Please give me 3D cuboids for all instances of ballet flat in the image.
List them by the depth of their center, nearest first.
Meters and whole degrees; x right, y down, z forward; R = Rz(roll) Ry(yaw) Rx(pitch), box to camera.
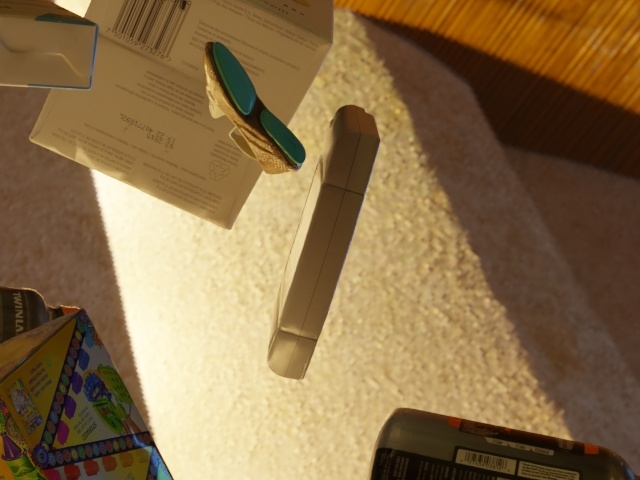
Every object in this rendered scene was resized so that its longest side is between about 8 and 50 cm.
[{"bbox_3d":[-0.101,-0.159,1.522,0.206,0.067,0.073,53,-146,-23],"label":"ballet flat"}]

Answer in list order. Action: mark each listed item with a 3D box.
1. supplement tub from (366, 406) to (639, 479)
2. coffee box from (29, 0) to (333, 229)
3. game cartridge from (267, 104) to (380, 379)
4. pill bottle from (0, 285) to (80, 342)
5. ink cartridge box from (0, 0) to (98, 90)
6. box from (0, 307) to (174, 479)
[{"bbox_3d":[0.223,0.323,1.388,0.338,0.207,0.207,11,-150,9],"label":"supplement tub"},{"bbox_3d":[-0.202,-0.279,1.868,0.338,0.338,0.334,26,-158,-9],"label":"coffee box"},{"bbox_3d":[0.000,0.000,1.378,0.062,0.297,0.198,17,-165,-1],"label":"game cartridge"},{"bbox_3d":[-0.409,0.117,1.421,0.246,0.130,0.130,4,-139,-25],"label":"pill bottle"},{"bbox_3d":[-0.128,-0.084,0.491,0.048,0.028,0.083,1,-163,-29],"label":"ink cartridge box"},{"bbox_3d":[-0.301,0.257,1.076,0.279,0.290,0.177,65,-161,-11],"label":"box"}]
